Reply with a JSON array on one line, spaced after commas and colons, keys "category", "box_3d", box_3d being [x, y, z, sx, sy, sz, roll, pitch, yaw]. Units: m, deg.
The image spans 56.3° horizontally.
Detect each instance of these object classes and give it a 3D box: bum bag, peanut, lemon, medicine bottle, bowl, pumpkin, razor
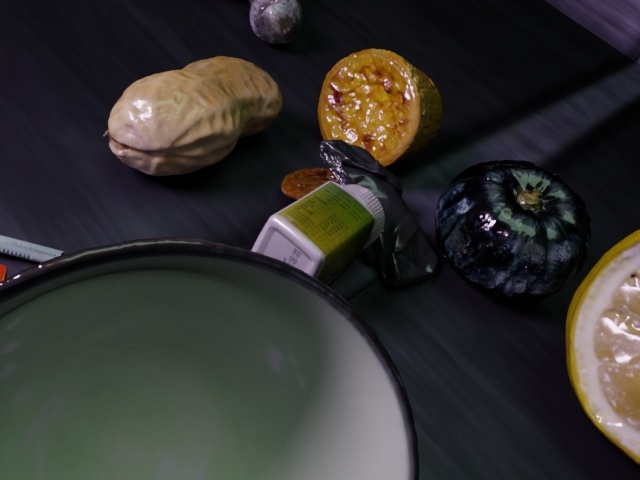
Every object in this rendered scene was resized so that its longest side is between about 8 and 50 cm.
[{"category": "bum bag", "box_3d": [0.089, -0.049, 0.887, 0.123, 0.060, 0.248, -16, 78, -47]}, {"category": "peanut", "box_3d": [-0.164, -0.184, 0.854, 0.149, 0.149, 0.313, 34, 34, 7]}, {"category": "lemon", "box_3d": [0.504, 0.130, 0.758, 0.364, 0.364, 0.364, 16, 42, -15]}, {"category": "medicine bottle", "box_3d": [0.000, 0.000, 0.753, 0.088, 0.132, 0.188, 39, 41, 13]}, {"category": "bowl", "box_3d": [-0.127, 0.165, 0.421, 0.354, 0.353, 0.185, 1, 3, -28]}, {"category": "pumpkin", "box_3d": [0.288, -0.019, 0.911, 0.233, 0.163, 0.233, 7, 49, -9]}, {"category": "razor", "box_3d": [-0.380, -0.007, 0.623, 0.211, 0.036, 0.084, 12, 45, -17]}]

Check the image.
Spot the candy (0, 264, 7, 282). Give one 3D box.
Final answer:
[{"category": "candy", "box_3d": [-0.363, 0.046, 0.558, 0.122, 0.062, 0.038, 10, 45, -21]}]

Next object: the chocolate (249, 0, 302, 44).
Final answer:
[{"category": "chocolate", "box_3d": [-0.096, -0.483, 1.226, 0.110, 0.110, 0.248, 11, 43, -20]}]

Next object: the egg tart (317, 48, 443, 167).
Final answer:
[{"category": "egg tart", "box_3d": [0.112, -0.213, 1.014, 0.147, 0.202, 0.202, -6, 50, -52]}]

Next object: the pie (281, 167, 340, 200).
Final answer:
[{"category": "pie", "box_3d": [0.006, -0.085, 0.922, 0.191, 0.033, 0.088, -12, 43, -46]}]
